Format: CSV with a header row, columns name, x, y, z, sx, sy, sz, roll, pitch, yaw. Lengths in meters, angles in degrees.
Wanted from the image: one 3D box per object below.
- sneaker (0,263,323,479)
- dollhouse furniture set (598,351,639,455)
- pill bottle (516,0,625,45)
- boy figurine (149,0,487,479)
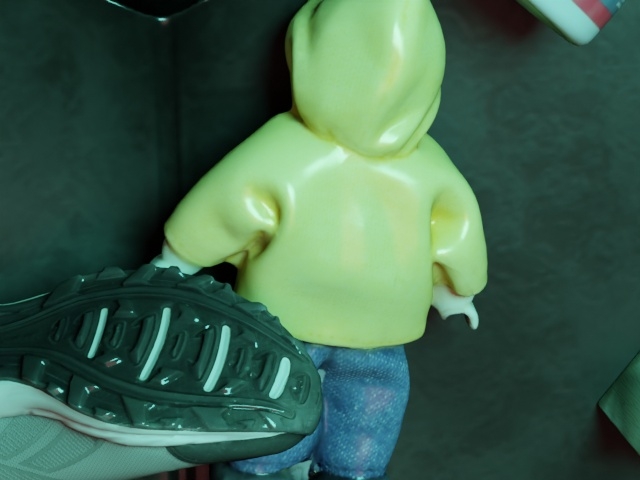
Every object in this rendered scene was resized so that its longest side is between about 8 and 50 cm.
name,x,y,z,sx,sy,sz,roll,pitch,yaw
sneaker,-0.126,0.082,0.895,0.271,0.100,0.108,-2,131,18
dollhouse furniture set,0.260,0.169,1.001,0.212,0.161,0.242,34,99,-21
pill bottle,0.144,-0.194,0.873,0.108,0.108,0.180,37,98,-22
boy figurine,0.000,0.000,0.922,0.177,0.092,0.285,2,108,-13
